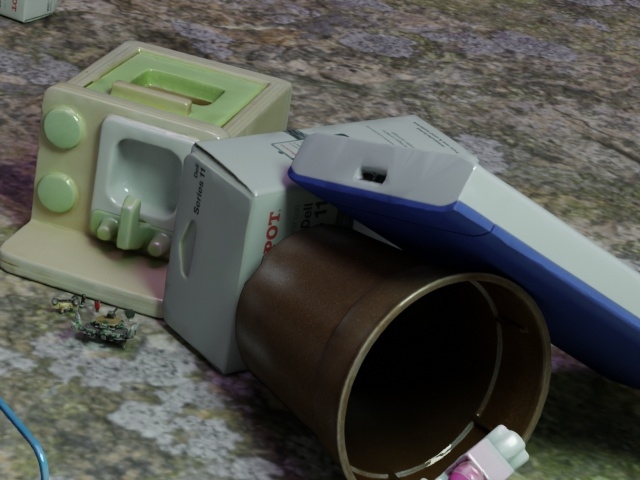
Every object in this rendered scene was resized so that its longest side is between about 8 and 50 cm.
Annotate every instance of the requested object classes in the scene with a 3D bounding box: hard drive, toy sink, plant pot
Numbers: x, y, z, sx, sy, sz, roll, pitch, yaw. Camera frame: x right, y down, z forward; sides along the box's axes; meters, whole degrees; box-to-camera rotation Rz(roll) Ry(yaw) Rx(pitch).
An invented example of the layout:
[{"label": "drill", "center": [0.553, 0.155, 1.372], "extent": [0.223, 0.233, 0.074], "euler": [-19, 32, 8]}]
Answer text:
[{"label": "hard drive", "center": [0.152, 0.028, 1.152], "extent": [0.319, 0.040, 0.210], "euler": [31, -8, -29]}, {"label": "toy sink", "center": [-0.135, -0.060, 1.361], "extent": [0.153, 0.131, 0.234], "euler": [16, 26, 13]}, {"label": "plant pot", "center": [0.037, 0.073, 1.138], "extent": [0.167, 0.167, 0.165], "euler": [-7, 22, -32]}]

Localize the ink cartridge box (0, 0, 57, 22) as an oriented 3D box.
[{"label": "ink cartridge box", "center": [-0.343, -0.297, 1.808], "extent": [0.135, 0.099, 0.056], "euler": [21, 27, 22]}]

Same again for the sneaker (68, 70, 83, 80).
[{"label": "sneaker", "center": [-0.148, -0.124, 1.574], "extent": [0.212, 0.080, 0.094], "euler": [1, 15, -34]}]

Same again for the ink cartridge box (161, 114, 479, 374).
[{"label": "ink cartridge box", "center": [0.000, 0.000, 1.267], "extent": [0.208, 0.153, 0.087], "euler": [-10, 34, -35]}]

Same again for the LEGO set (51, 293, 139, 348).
[{"label": "LEGO set", "center": [-0.159, 0.061, 1.238], "extent": [0.054, 0.023, 0.083], "euler": [0, 14, -25]}]

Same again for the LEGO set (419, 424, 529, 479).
[{"label": "LEGO set", "center": [0.140, 0.239, 0.887], "extent": [0.107, 0.132, 0.287], "euler": [-34, 71, -34]}]

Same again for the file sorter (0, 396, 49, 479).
[{"label": "file sorter", "center": [-0.242, 0.148, 0.912], "extent": [0.170, 0.118, 0.104], "euler": [-11, 37, -37]}]
